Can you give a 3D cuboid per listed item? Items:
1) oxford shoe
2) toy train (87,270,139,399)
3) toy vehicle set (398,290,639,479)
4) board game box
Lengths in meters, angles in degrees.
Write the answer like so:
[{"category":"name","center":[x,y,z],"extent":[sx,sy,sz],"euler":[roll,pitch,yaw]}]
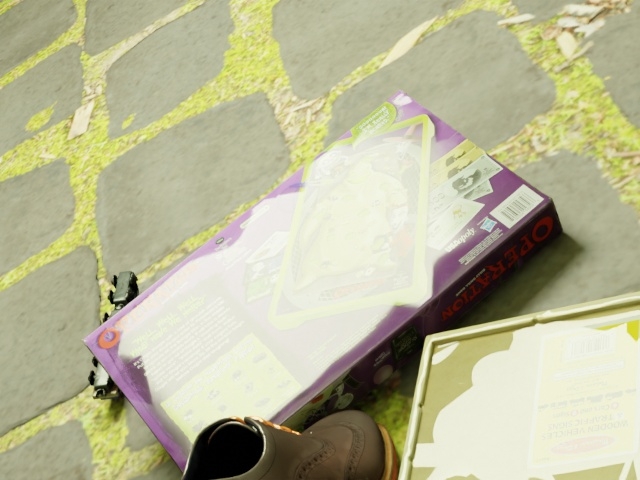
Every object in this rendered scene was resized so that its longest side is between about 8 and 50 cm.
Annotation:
[{"category":"oxford shoe","center":[-0.023,0.150,0.877],"extent":[0.097,0.098,0.271],"euler":[-19,5,23]},{"category":"toy train","center":[-0.188,0.090,1.234],"extent":[0.027,0.036,0.158],"euler":[-7,40,9]},{"category":"toy vehicle set","center":[0.180,0.112,0.878],"extent":[0.267,0.035,0.166],"euler":[-14,41,30]},{"category":"board game box","center":[-0.003,0.037,1.069],"extent":[0.347,0.056,0.208],"euler":[-38,50,-8]}]
